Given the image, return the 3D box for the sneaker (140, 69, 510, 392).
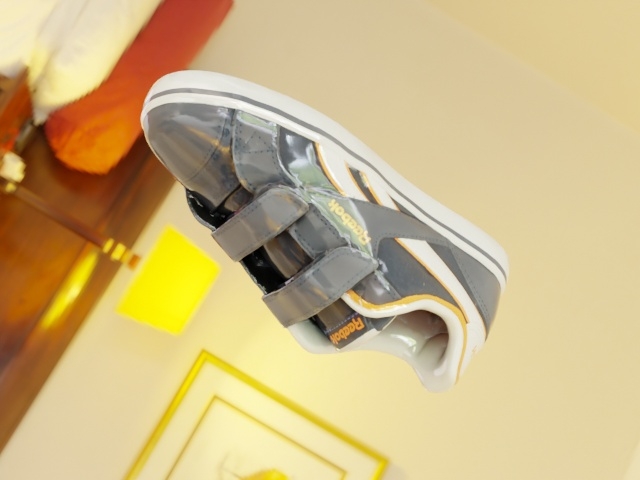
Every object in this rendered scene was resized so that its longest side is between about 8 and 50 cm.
[{"bbox_3d":[0.000,0.000,0.800,0.126,0.321,0.127,-37,-152,55],"label":"sneaker"}]
